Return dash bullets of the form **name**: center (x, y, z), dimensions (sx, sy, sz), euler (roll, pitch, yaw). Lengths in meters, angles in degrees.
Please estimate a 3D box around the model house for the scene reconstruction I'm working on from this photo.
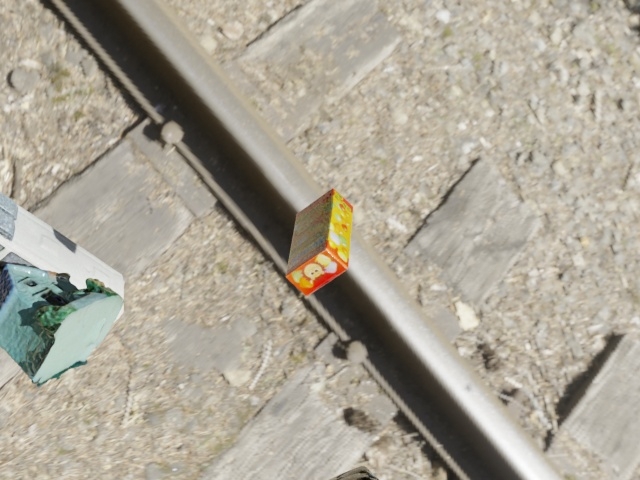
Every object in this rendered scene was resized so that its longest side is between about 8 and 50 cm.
- **model house**: center (-0.330, 0.073, 1.035), dimensions (0.149, 0.119, 0.148), euler (34, 24, 9)

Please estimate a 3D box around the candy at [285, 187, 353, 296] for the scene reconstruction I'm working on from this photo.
- **candy**: center (0.000, 0.000, 0.981), dimensions (0.038, 0.062, 0.122), euler (44, 29, -23)

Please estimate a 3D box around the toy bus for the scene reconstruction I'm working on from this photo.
- **toy bus**: center (-0.416, 0.024, 1.160), dimensions (0.342, 0.138, 0.097), euler (42, 28, -39)

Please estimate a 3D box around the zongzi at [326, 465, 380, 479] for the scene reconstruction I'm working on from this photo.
- **zongzi**: center (-0.076, 0.401, 0.761), dimensions (0.208, 0.432, 0.403), euler (45, 104, 8)
